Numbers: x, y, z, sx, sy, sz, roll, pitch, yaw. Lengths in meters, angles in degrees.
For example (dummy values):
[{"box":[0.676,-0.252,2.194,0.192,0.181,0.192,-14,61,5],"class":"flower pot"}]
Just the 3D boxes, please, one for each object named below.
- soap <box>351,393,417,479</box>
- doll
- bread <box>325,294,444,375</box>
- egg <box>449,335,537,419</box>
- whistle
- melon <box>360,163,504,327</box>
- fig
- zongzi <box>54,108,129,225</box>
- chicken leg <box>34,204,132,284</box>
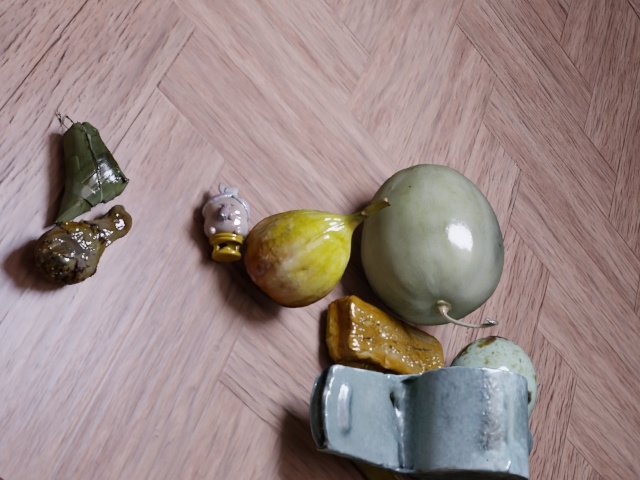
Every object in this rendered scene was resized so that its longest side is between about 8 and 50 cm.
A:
[{"box":[0.135,0.362,1.882,0.233,0.076,0.135,53,42,-17],"class":"soap"},{"box":[-0.147,-0.036,1.730,0.084,0.073,0.127,75,12,-72],"class":"doll"},{"box":[0.115,0.186,1.936,0.271,0.077,0.139,27,51,-41],"class":"bread"},{"box":[0.308,0.287,2.042,0.169,0.169,0.231,32,65,-36],"class":"egg"},{"box":[0.171,0.295,1.797,0.404,0.188,0.168,7,70,-9],"class":"whistle"},{"box":[0.195,0.010,1.968,0.272,0.271,0.308,50,37,-22],"class":"melon"},{"box":[0.000,0.000,1.739,0.159,0.257,0.159,49,22,-28],"class":"fig"},{"box":[-0.355,-0.110,1.556,0.130,0.062,0.154,-33,93,-36],"class":"zongzi"},{"box":[-0.321,0.003,1.537,0.085,0.069,0.198,54,32,-4],"class":"chicken leg"}]
